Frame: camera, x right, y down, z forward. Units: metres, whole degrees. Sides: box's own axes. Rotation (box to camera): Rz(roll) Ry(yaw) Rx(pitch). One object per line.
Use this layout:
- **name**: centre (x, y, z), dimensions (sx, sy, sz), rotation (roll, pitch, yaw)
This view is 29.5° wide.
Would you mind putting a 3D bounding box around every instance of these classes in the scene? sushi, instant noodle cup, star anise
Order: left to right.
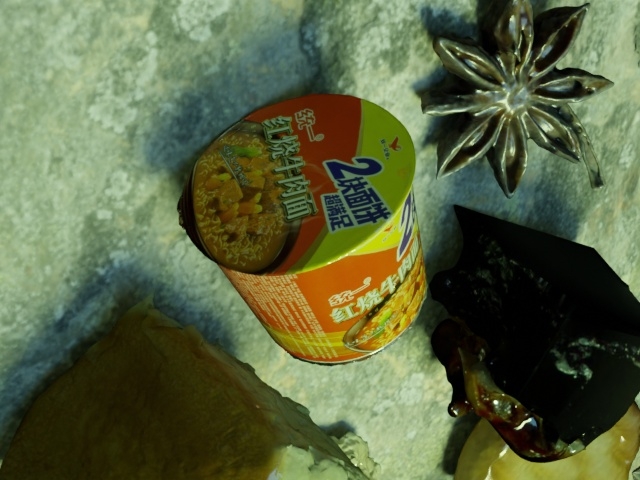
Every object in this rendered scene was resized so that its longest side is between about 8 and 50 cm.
- **instant noodle cup**: centre (0.000, 0.000, 1.101), dimensions (0.213, 0.213, 0.174), rotation (-36, 138, -13)
- **star anise**: centre (0.200, -0.142, 1.228), dimensions (0.262, 0.081, 0.230), rotation (36, 91, -30)
- **sushi**: centre (0.228, 0.116, 1.296), dimensions (0.215, 0.227, 0.212), rotation (15, 112, -33)

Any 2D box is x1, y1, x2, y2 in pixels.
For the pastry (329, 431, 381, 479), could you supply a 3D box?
- **pastry**: centre (-0.026, 0.327, 1.331), dimensions (0.258, 0.089, 0.121), rotation (-44, 139, -2)

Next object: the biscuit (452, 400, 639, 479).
- **biscuit**: centre (0.291, 0.249, 1.500), dimensions (0.274, 0.091, 0.213), rotation (27, 100, -39)

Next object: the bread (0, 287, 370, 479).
- **bread**: centre (-0.115, 0.231, 1.101), dimensions (0.250, 0.279, 0.225), rotation (-49, 145, -1)

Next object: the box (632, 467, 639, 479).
- **box**: centre (0.475, 0.370, 1.720), dimensions (0.036, 0.050, 0.117), rotation (-28, 129, -10)
